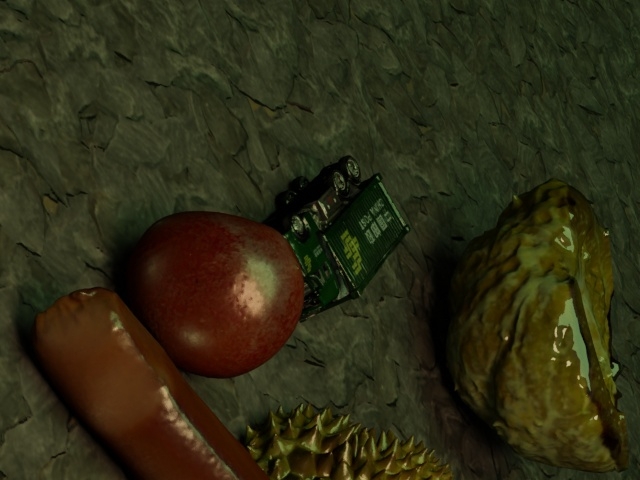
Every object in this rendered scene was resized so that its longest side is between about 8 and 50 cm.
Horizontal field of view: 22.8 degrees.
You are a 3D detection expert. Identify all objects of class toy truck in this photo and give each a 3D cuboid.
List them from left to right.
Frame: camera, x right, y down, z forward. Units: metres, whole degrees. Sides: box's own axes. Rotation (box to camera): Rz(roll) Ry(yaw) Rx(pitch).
[{"bbox_3d":[0.000,0.000,1.690,0.121,0.088,0.259,61,29,-11],"label":"toy truck"}]

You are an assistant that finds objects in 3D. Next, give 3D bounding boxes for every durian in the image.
[{"bbox_3d":[0.012,0.229,1.534,0.186,0.154,0.260,43,21,7],"label":"durian"}]

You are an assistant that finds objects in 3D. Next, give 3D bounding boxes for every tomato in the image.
[{"bbox_3d":[-0.093,0.044,1.445,0.167,0.167,0.167,37,41,-41],"label":"tomato"}]

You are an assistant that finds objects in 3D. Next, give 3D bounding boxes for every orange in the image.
[{"bbox_3d":[0.254,0.103,1.896,0.271,0.210,0.368,70,20,-47],"label":"orange"}]

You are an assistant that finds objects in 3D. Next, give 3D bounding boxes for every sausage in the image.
[{"bbox_3d":[-0.137,0.159,1.353,0.300,0.089,0.083,55,18,-20],"label":"sausage"}]
